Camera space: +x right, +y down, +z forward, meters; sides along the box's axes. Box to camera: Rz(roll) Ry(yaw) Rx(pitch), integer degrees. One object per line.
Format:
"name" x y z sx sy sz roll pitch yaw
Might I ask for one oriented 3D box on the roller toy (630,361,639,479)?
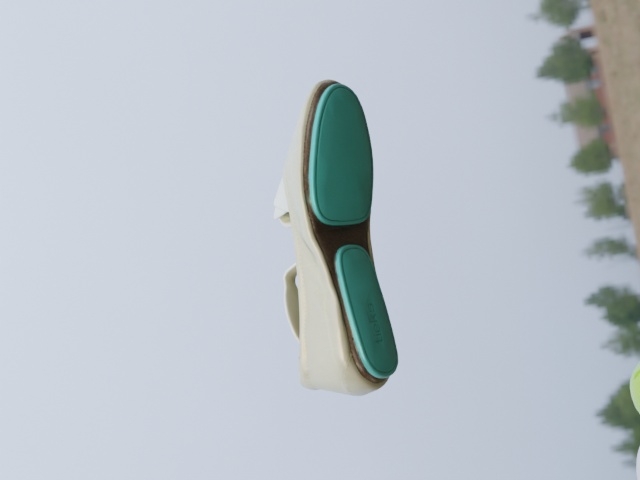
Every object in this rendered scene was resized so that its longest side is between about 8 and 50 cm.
"roller toy" 0.296 0.132 0.748 0.146 0.191 0.209 -46 -56 -21

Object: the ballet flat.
"ballet flat" 0.000 0.000 1.021 0.086 0.086 0.248 33 -131 -72
